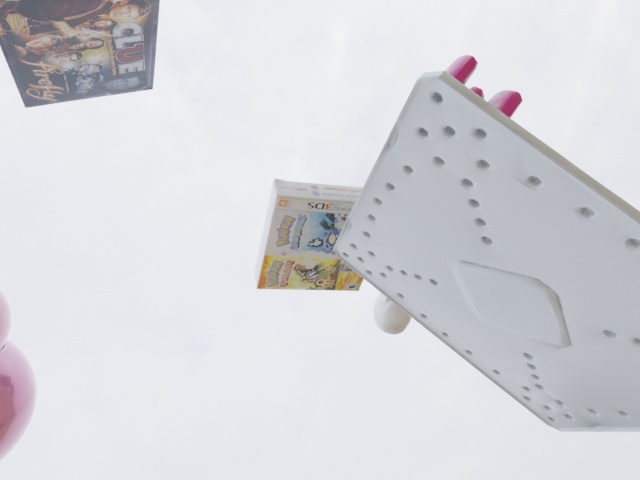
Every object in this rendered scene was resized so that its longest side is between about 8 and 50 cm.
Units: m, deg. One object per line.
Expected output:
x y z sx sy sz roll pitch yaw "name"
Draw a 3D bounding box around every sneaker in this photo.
0.157 0.085 0.982 0.094 0.080 0.212 85 -159 -47 "sneaker"

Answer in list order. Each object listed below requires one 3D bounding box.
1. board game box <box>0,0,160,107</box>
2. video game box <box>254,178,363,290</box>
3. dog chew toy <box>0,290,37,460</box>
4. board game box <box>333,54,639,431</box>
-0.270 -0.238 0.547 0.165 0.243 0.042 -18 -98 -24 "board game box"
0.000 0.000 0.785 0.187 0.048 0.205 4 -48 -15 "video game box"
-0.463 0.122 0.570 0.207 0.207 0.331 -8 -71 -30 "dog chew toy"
0.209 0.051 0.511 0.390 0.390 0.050 39 -112 7 "board game box"
